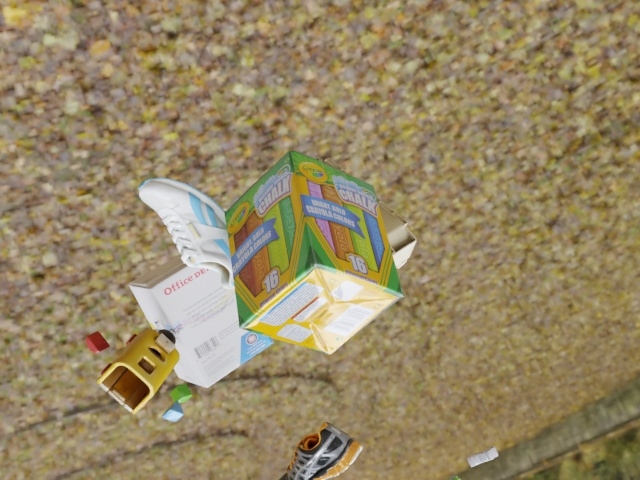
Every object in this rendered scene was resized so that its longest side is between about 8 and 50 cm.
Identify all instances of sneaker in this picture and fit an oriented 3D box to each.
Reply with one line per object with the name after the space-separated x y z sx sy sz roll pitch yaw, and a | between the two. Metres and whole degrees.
-0.200 -0.015 1.442 0.092 0.229 0.087 -59 -165 -24 | sneaker
-0.016 0.393 1.613 0.215 0.083 0.084 -43 -177 33 | sneaker

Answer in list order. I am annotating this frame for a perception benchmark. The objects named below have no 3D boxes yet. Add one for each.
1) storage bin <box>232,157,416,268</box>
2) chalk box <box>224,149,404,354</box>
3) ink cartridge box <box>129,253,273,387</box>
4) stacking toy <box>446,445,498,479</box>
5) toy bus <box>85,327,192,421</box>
0.000 0.000 1.699 0.262 0.260 0.123 -29 150 -37 | storage bin
-0.022 -0.006 1.378 0.179 0.289 0.180 20 131 -36 | chalk box
-0.246 0.148 1.828 0.171 0.232 0.168 -32 -166 -25 | ink cartridge box
0.280 0.444 1.478 0.052 0.167 0.221 -28 170 22 | stacking toy
-0.308 0.214 1.628 0.191 0.202 0.104 12 135 -44 | toy bus
